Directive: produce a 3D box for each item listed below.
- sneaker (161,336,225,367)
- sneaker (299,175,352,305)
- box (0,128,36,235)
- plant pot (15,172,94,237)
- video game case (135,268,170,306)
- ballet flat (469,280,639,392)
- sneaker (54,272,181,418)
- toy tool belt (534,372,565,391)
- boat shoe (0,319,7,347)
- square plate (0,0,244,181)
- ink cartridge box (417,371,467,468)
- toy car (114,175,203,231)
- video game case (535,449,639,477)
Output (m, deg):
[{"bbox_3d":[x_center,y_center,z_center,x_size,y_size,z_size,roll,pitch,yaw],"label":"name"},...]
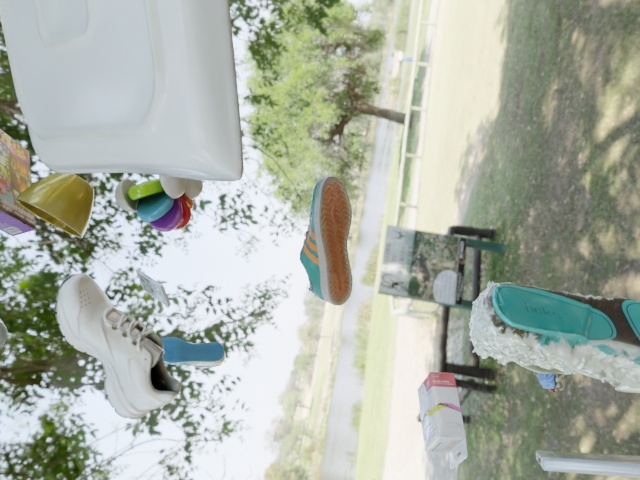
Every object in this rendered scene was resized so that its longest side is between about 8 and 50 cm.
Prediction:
[{"bbox_3d":[-0.418,0.366,1.528,0.092,0.228,0.087,98,179,-56],"label":"sneaker"},{"bbox_3d":[0.000,0.000,1.137,0.108,0.121,0.302,-10,-77,-41],"label":"sneaker"},{"bbox_3d":[-0.667,-0.151,0.923,0.293,0.057,0.201,82,171,-72],"label":"box"},{"bbox_3d":[-0.504,-0.081,0.944,0.134,0.134,0.095,95,-158,-70],"label":"plant pot"},{"bbox_3d":[-0.497,0.141,1.425,0.011,0.122,0.087,-42,-37,-34],"label":"video game case"},{"bbox_3d":[0.414,0.154,0.705,0.147,0.409,0.147,12,-90,-86],"label":"ballet flat"},{"bbox_3d":[-0.353,0.180,0.865,0.297,0.129,0.111,63,-159,-18],"label":"sneaker"},{"bbox_3d":[0.415,0.245,0.870,0.051,0.052,0.083,-32,-72,-60],"label":"toy tool belt"},{"bbox_3d":[-0.657,0.133,0.724,0.306,0.105,0.113,2,-65,-46],"label":"boat shoe"},{"bbox_3d":[-0.214,-0.226,0.428,0.049,0.347,0.344,-21,-67,-48],"label":"square plate"},{"bbox_3d":[0.292,0.437,1.167,0.115,0.067,0.198,101,171,-49],"label":"ink cartridge box"},{"bbox_3d":[-0.352,-0.086,1.079,0.182,0.159,0.136,-16,-90,-78],"label":"toy car"},{"bbox_3d":[0.499,0.392,0.845,0.193,0.212,0.023,43,-134,-62],"label":"video game case"}]
